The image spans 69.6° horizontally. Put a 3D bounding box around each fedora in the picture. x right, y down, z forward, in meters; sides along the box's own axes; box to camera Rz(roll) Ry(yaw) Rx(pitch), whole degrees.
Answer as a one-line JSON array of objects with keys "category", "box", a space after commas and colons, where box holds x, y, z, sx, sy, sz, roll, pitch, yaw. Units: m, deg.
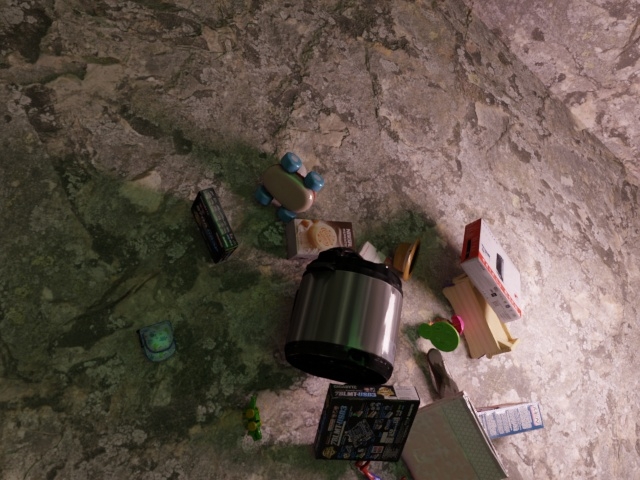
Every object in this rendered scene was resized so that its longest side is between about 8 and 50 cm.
[{"category": "fedora", "box": [0.352, 0.069, 1.899, 0.079, 0.194, 0.195, 16, 59, 21]}]

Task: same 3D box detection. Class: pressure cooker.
[{"category": "pressure cooker", "box": [0.095, 0.242, 1.555, 0.374, 0.370, 0.421, 14, 64, -2]}]

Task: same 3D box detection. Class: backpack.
[{"category": "backpack", "box": [-0.498, 0.313, 1.417, 0.104, 0.084, 0.115, -15, 82, -27]}]

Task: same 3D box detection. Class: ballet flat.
[{"category": "ballet flat", "box": [0.485, 0.548, 1.833, 0.084, 0.058, 0.250, -21, 84, -4]}]

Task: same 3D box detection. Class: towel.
[{"category": "towel", "box": [0.448, 0.747, 1.641, 0.316, 0.053, 0.332, -29, 84, 12]}]

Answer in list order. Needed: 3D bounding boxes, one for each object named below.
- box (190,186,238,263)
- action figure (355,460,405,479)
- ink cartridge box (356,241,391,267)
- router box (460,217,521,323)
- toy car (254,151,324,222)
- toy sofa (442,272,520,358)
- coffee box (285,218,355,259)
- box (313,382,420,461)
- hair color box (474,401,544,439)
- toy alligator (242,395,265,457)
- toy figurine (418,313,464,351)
[{"category": "box", "box": [-0.361, -0.047, 1.557, 0.051, 0.175, 0.221, -21, 83, -30]}, {"category": "action figure", "box": [0.262, 0.843, 1.590, 0.139, 0.091, 0.280, -38, 92, -14]}, {"category": "ink cartridge box", "box": [0.204, 0.086, 1.854, 0.135, 0.056, 0.099, 40, 60, -9]}, {"category": "router box", "box": [0.712, 0.119, 1.913, 0.336, 0.082, 0.301, 50, 36, -16]}, {"category": "toy car", "box": [-0.099, -0.233, 1.768, 0.210, 0.219, 0.238, 39, 32, -9]}, {"category": "toy sofa", "box": [0.687, 0.312, 1.976, 0.150, 0.177, 0.363, -12, 76, -53]}, {"category": "coffee box", "box": [0.000, 0.000, 1.760, 0.246, 0.098, 0.141, 1, 72, -25]}, {"category": "box", "box": [0.145, 0.597, 1.497, 0.292, 0.296, 0.073, 6, 27, -9]}, {"category": "hair color box", "box": [0.677, 0.705, 1.800, 0.346, 0.174, 0.105, 2, 70, -26]}, {"category": "toy alligator", "box": [-0.218, 0.599, 1.475, 0.051, 0.056, 0.190, -15, 77, 14]}, {"category": "toy figurine", "box": [0.513, 0.358, 1.885, 0.159, 0.173, 0.130, -22, 116, -49]}]
